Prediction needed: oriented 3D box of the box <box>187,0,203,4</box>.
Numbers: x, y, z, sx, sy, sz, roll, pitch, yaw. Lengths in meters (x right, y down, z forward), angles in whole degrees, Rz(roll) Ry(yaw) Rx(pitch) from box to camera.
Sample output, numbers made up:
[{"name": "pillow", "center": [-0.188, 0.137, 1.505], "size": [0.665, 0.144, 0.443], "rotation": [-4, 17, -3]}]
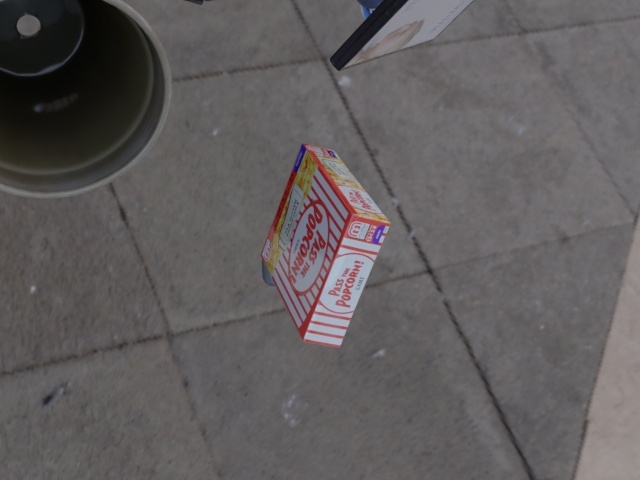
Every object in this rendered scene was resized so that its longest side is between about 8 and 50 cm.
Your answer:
[{"name": "box", "center": [-0.007, -0.189, 0.516], "size": [0.295, 0.293, 0.073], "rotation": [-2, 95, 20]}]

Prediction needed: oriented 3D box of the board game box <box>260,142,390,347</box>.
[{"name": "board game box", "center": [0.000, 0.000, 1.051], "size": [0.045, 0.146, 0.193], "rotation": [12, 21, -23]}]

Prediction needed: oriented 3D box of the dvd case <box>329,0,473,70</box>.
[{"name": "dvd case", "center": [0.132, -0.281, 1.157], "size": [0.022, 0.180, 0.253], "rotation": [52, 37, 6]}]

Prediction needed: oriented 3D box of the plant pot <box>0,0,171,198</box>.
[{"name": "plant pot", "center": [-0.406, -0.267, 1.441], "size": [0.323, 0.323, 0.280], "rotation": [-5, 35, -22]}]

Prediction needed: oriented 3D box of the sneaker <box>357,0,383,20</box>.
[{"name": "sneaker", "center": [0.088, -0.455, 1.691], "size": [0.130, 0.236, 0.323], "rotation": [-1, 34, 26]}]

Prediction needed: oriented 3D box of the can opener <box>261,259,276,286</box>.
[{"name": "can opener", "center": [-0.033, 0.027, 1.328], "size": [0.074, 0.280, 0.093], "rotation": [-3, 96, 1]}]
